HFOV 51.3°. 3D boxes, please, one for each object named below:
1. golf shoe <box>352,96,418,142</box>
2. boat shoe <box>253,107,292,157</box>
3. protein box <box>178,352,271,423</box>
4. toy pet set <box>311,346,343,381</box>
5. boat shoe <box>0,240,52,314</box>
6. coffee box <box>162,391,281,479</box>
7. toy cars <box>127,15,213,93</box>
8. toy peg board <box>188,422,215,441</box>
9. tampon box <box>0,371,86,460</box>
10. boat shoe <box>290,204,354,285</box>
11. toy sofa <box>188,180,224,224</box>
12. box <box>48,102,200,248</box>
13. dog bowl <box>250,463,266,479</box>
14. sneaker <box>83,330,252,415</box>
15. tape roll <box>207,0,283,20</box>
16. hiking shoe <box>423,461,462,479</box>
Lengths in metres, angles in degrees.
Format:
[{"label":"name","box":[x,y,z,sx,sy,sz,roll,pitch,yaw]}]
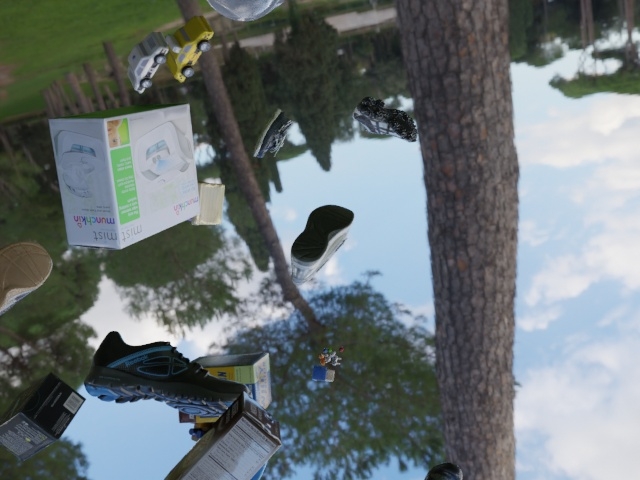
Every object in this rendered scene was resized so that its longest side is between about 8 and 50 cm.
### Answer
[{"label":"golf shoe","box":[0.178,-0.324,1.834,0.094,0.198,0.077,-25,-138,57]},{"label":"boat shoe","box":[-0.152,-0.338,2.160,0.095,0.079,0.254,-49,-166,34]},{"label":"protein box","box":[-0.243,0.374,1.714,0.200,0.135,0.201,-4,179,6]},{"label":"toy pet set","box":[0.007,0.382,2.077,0.065,0.114,0.122,18,161,-23]},{"label":"boat shoe","box":[-0.625,0.092,1.274,0.092,0.103,0.285,-28,-161,22]},{"label":"coffee box","box":[-0.191,0.418,1.241,0.246,0.098,0.141,-47,-173,-3]},{"label":"toy cars","box":[-0.468,-0.549,1.955,0.394,0.176,0.087,-1,175,42]},{"label":"toy peg board","box":[-0.322,0.518,1.935,0.161,0.160,0.079,6,168,38]},{"label":"tampon box","box":[-0.618,0.384,1.453,0.161,0.101,0.120,-32,-159,34]},{"label":"boat shoe","box":[0.002,0.002,1.858,0.118,0.103,0.320,22,-142,10]},{"label":"toy sofa","box":[-0.512,-0.154,2.381,0.177,0.150,0.363,0,-170,-41]},{"label":"box","box":[-0.356,-0.129,1.248,0.127,0.231,0.262,3,-163,22]},{"label":"dog bowl","box":[-0.220,0.598,1.643,0.074,0.166,0.297,18,-134,21]},{"label":"sneaker","box":[-0.303,0.275,1.383,0.341,0.125,0.139,13,-123,-9]},{"label":"tape roll","box":[-0.175,-0.626,1.542,0.219,0.219,0.072,-5,-153,23]},{"label":"hiking shoe","box":[0.272,0.651,1.656,0.227,0.086,0.114,-54,177,21]}]
